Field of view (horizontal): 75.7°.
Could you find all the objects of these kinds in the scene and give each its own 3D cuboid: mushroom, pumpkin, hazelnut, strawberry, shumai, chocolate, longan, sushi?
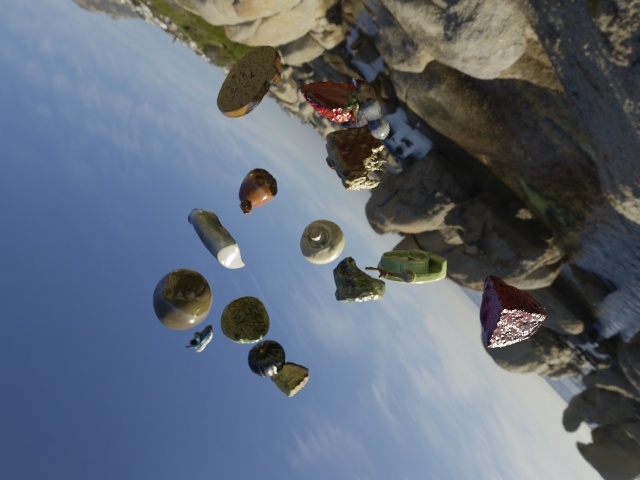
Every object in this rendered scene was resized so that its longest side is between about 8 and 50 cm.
[{"bbox_3d":[-0.495,-0.039,1.875,0.397,0.126,0.177,46,163,29],"label":"mushroom"},{"bbox_3d":[-0.308,0.675,2.362,0.162,0.220,0.220,66,176,-37],"label":"pumpkin"},{"bbox_3d":[0.146,-0.572,1.718,0.170,0.160,0.202,-4,92,61],"label":"hazelnut"},{"bbox_3d":[0.000,0.000,2.141,0.246,0.246,0.202,53,-176,31],"label":"mushroom"},{"bbox_3d":[0.029,-0.505,1.519,0.098,0.228,0.175,89,-171,-59],"label":"strawberry"},{"bbox_3d":[0.198,0.189,1.994,0.260,0.222,0.225,3,172,-13],"label":"shumai"},{"bbox_3d":[0.202,-0.448,1.513,0.167,0.072,0.072,62,-177,-23],"label":"chocolate"},{"bbox_3d":[-0.802,0.341,2.387,0.361,0.361,0.361,46,-170,-10],"label":"longan"},{"bbox_3d":[-0.366,-0.165,2.010,0.060,0.062,0.118,8,-156,-20],"label":"sushi"}]

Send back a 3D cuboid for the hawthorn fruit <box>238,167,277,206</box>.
[{"bbox_3d":[-0.345,-0.258,2.157,0.199,0.251,0.199,47,-162,-20],"label":"hawthorn fruit"}]

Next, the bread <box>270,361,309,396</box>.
[{"bbox_3d":[-0.158,0.827,2.409,0.251,0.174,0.133,-1,117,48],"label":"bread"}]

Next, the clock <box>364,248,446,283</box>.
[{"bbox_3d":[0.347,0.107,1.718,0.307,0.096,0.235,-5,-166,-23],"label":"clock"}]

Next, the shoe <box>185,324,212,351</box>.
[{"bbox_3d":[-0.500,0.404,1.723,0.071,0.143,0.064,26,-156,-39],"label":"shoe"}]

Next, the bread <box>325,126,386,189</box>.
[{"bbox_3d":[0.194,-0.422,2.202,0.370,0.314,0.192,65,152,25],"label":"bread"}]

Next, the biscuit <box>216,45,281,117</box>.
[{"bbox_3d":[-0.310,-0.724,1.885,0.350,0.394,0.070,16,163,37],"label":"biscuit"}]

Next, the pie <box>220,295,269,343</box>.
[{"bbox_3d":[-0.409,0.431,2.254,0.276,0.078,0.277,14,-125,-21],"label":"pie"}]

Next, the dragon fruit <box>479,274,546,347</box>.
[{"bbox_3d":[0.869,0.292,1.937,0.240,0.302,0.330,57,-162,-48],"label":"dragon fruit"}]
